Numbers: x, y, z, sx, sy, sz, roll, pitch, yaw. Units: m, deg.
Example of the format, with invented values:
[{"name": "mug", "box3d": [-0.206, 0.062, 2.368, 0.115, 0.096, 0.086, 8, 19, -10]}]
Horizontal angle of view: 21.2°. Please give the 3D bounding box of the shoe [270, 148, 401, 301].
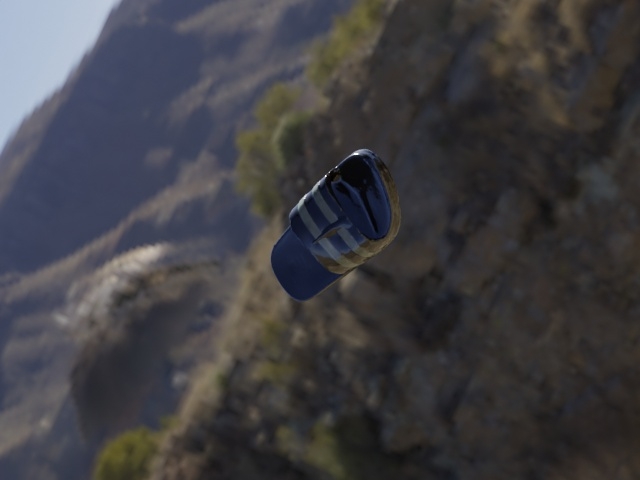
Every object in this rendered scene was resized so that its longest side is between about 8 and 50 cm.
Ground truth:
[{"name": "shoe", "box3d": [0.000, 0.000, 1.303, 0.049, 0.071, 0.179, -28, -11, -38]}]
